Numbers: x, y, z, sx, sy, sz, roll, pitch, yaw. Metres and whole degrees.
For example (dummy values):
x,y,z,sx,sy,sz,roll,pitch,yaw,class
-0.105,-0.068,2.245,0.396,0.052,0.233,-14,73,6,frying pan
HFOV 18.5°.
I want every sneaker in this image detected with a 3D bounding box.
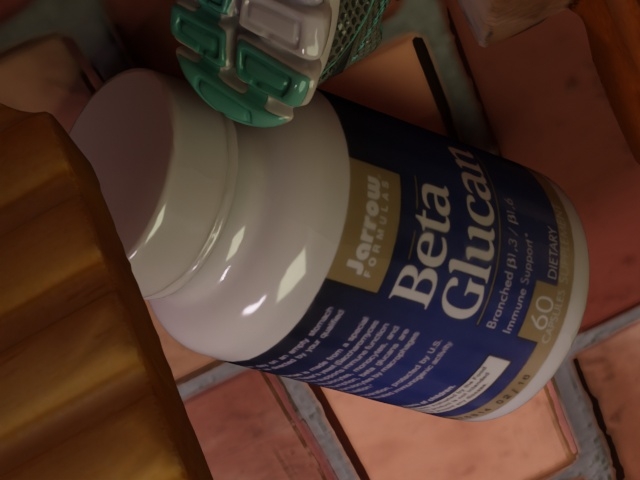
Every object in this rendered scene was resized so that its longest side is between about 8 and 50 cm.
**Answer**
x,y,z,sx,sy,sz,roll,pitch,yaw,class
0.006,-0.117,0.574,0.076,0.065,0.166,-24,137,-57,sneaker

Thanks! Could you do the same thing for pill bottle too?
x,y,z,sx,sy,sz,roll,pitch,yaw,class
0.000,0.000,0.648,0.169,0.094,0.094,17,122,-37,pill bottle

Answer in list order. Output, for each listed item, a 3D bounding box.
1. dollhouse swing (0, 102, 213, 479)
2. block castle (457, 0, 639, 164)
x,y,z,sx,sy,sz,roll,pitch,yaw,class
-0.231,0.070,0.421,0.305,0.347,0.315,-39,135,14,dollhouse swing
-0.068,-0.079,0.272,0.303,0.453,0.213,-20,168,-4,block castle
